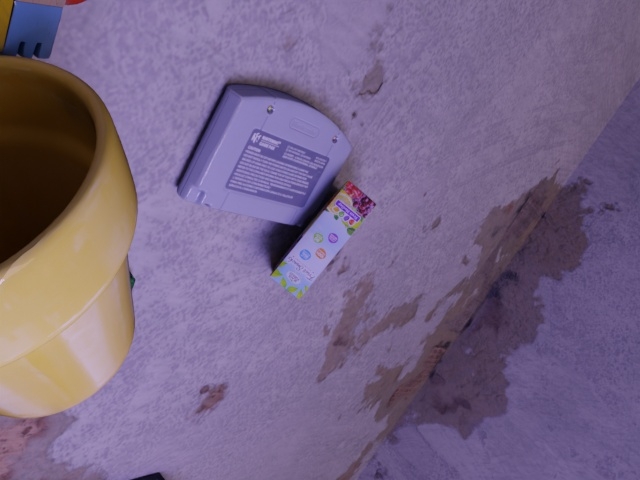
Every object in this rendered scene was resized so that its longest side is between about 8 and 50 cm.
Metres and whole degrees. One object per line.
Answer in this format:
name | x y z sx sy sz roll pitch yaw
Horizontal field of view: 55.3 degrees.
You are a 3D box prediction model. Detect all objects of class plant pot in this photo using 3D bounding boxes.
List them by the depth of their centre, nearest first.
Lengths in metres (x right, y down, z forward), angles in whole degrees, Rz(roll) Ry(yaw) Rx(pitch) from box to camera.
plant pot | -0.264 0.022 0.498 0.254 0.254 0.239 -37 150 -24

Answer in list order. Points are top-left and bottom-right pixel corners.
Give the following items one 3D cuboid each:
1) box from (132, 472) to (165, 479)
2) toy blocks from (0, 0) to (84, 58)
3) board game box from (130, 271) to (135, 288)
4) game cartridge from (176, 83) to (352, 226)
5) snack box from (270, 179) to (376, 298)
box | -0.395 0.568 1.138 0.270 0.143 0.165 13 110 -57
toy blocks | -0.247 -0.264 0.459 0.261 0.190 0.381 -60 165 25
board game box | -0.304 0.030 0.753 0.260 0.030 0.136 78 13 -52
game cartridge | -0.071 -0.128 0.953 0.294 0.060 0.196 11 116 -56
snack box | 0.000 0.000 1.083 0.207 0.070 0.174 -50 -178 -2
